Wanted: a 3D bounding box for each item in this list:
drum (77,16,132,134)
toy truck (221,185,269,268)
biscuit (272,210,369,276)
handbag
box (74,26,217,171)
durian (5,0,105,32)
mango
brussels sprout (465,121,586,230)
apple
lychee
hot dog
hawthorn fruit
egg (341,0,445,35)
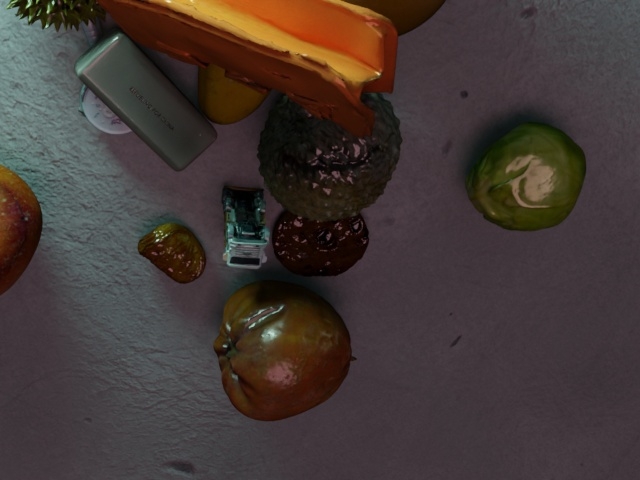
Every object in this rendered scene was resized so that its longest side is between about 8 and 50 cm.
[{"bbox_3d":[-0.337,-0.294,1.368,0.130,0.049,0.253,0,120,-9],"label":"drum"},{"bbox_3d":[-0.142,-0.012,1.516,0.080,0.178,0.115,5,125,-12],"label":"toy truck"},{"bbox_3d":[0.000,0.000,1.627,0.192,0.049,0.192,-3,127,-4],"label":"biscuit"},{"bbox_3d":[-0.102,-0.281,1.156,0.410,0.303,0.116,23,86,6],"label":"handbag"},{"bbox_3d":[-0.281,-0.225,1.359,0.103,0.055,0.244,-42,126,1],"label":"box"},{"bbox_3d":[-0.327,-0.447,1.231,0.355,0.157,0.169,-45,85,8],"label":"durian"},{"bbox_3d":[-0.142,-0.280,1.384,0.137,0.098,0.195,19,125,-25],"label":"mango"},{"bbox_3d":[0.382,-0.117,1.543,0.223,0.161,0.223,-7,132,-8],"label":"brussels sprout"},{"bbox_3d":[-0.607,-0.010,1.399,0.251,0.206,0.272,23,83,-7],"label":"apple"},{"bbox_3d":[0.019,-0.148,1.403,0.255,0.255,0.274,-24,137,7],"label":"lychee"},{"bbox_3d":[-0.280,0.023,1.584,0.099,0.065,0.147,-35,134,14],"label":"hot dog"},{"bbox_3d":[-0.053,0.214,1.643,0.298,0.277,0.277,9,123,-27],"label":"hawthorn fruit"},{"bbox_3d":[0.035,-0.436,1.191,0.351,0.282,0.282,26,116,-19],"label":"egg"}]
